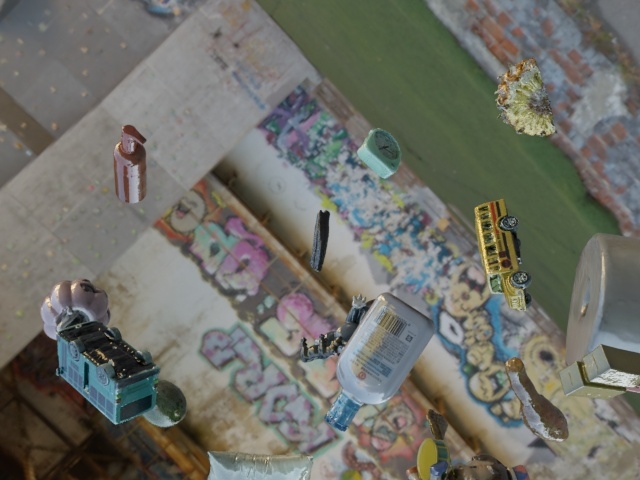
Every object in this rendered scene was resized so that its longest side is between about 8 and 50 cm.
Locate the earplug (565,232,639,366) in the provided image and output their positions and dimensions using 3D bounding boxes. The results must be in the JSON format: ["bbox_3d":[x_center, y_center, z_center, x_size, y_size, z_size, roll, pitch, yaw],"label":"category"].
[{"bbox_3d":[0.736,0.162,1.450,0.394,0.312,0.312,9,180,9],"label":"earplug"}]

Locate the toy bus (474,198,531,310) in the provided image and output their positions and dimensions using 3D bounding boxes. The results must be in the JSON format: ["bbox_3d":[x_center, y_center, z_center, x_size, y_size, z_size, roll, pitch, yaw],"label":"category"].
[{"bbox_3d":[0.516,0.042,2.001,0.121,0.123,0.335,67,-161,-47],"label":"toy bus"}]

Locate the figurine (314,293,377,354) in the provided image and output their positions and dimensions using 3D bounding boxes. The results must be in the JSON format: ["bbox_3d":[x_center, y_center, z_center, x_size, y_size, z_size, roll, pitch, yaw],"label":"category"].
[{"bbox_3d":[0.125,0.269,1.992,0.193,0.265,0.140,52,172,31],"label":"figurine"}]

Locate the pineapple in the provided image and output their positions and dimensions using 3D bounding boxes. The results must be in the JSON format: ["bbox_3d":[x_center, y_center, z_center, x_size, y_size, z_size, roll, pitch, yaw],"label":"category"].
[{"bbox_3d":[0.494,-0.339,1.742,0.233,0.135,0.079,53,-159,-39],"label":"pineapple"}]

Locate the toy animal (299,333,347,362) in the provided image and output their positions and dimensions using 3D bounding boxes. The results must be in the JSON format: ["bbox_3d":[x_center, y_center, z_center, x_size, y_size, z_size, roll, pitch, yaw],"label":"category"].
[{"bbox_3d":[0.007,0.276,1.806,0.047,0.136,0.065,56,-154,-48],"label":"toy animal"}]

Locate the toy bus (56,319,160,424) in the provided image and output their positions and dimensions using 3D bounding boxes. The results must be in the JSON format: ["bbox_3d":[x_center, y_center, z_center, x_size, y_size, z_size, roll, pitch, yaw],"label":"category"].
[{"bbox_3d":[-0.495,0.298,1.625,0.256,0.147,0.128,25,-154,35],"label":"toy bus"}]

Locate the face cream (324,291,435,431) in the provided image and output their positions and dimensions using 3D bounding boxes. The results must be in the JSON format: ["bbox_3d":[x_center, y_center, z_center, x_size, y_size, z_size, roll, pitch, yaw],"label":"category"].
[{"bbox_3d":[0.124,0.297,1.667,0.163,0.336,0.080,32,180,20],"label":"face cream"}]

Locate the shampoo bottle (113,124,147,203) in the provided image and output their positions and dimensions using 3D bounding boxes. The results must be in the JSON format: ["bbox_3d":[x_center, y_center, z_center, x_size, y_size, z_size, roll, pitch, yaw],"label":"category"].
[{"bbox_3d":[-0.466,-0.190,1.730,0.085,0.085,0.244,48,149,16],"label":"shampoo bottle"}]

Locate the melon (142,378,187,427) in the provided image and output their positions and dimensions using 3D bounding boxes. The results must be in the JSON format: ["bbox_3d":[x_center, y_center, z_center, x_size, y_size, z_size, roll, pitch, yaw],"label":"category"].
[{"bbox_3d":[-0.403,0.416,1.799,0.167,0.114,0.114,16,162,44],"label":"melon"}]

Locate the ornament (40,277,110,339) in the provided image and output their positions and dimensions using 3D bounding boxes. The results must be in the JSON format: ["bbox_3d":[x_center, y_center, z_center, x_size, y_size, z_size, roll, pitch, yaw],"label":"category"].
[{"bbox_3d":[-0.635,0.190,1.830,0.177,0.177,0.177,46,-174,-6],"label":"ornament"}]

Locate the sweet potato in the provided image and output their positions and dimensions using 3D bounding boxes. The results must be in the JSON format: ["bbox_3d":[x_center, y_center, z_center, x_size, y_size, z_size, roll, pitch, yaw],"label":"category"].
[{"bbox_3d":[0.617,0.479,2.021,0.385,0.109,0.109,49,-177,-32],"label":"sweet potato"}]

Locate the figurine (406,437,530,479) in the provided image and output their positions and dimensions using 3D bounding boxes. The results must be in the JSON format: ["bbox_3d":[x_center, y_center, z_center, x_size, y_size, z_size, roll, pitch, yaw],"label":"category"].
[{"bbox_3d":[0.345,0.553,1.621,0.276,0.158,0.161,16,158,-20],"label":"figurine"}]

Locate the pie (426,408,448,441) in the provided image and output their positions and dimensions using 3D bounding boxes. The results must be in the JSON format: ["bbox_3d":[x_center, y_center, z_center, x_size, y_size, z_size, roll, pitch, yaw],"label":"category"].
[{"bbox_3d":[0.323,0.513,1.958,0.092,0.034,0.170,56,-165,5],"label":"pie"}]

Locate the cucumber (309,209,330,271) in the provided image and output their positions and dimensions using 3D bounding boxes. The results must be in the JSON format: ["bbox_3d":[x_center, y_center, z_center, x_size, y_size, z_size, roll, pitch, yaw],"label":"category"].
[{"bbox_3d":[0.001,0.000,1.522,0.033,0.134,0.034,10,179,-38],"label":"cucumber"}]

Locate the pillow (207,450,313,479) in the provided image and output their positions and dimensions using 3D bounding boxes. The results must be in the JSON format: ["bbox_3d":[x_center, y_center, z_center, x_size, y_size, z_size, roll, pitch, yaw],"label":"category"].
[{"bbox_3d":[-0.145,0.540,1.659,0.144,0.254,0.078,95,178,-47],"label":"pillow"}]

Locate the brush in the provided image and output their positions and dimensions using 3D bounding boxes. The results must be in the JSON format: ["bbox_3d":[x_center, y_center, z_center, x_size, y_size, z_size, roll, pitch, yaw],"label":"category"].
[{"bbox_3d":[0.522,0.231,1.179,0.233,0.103,0.047,13,-130,-25],"label":"brush"}]

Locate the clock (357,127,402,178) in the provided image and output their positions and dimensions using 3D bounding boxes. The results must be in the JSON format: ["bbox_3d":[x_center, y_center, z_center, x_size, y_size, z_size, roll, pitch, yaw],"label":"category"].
[{"bbox_3d":[0.145,-0.216,1.654,0.101,0.041,0.135,40,-136,-15],"label":"clock"}]
